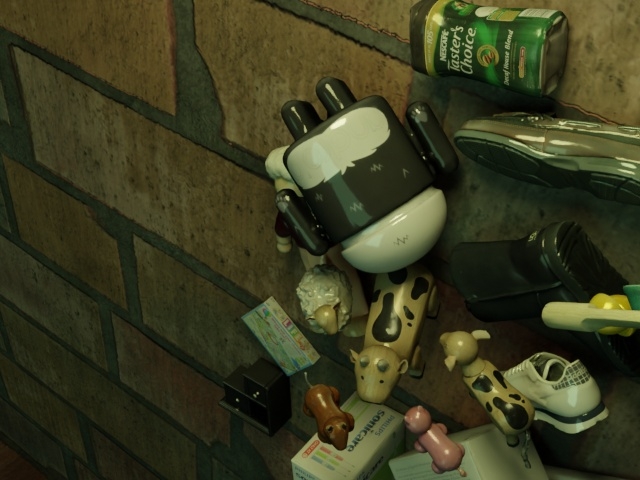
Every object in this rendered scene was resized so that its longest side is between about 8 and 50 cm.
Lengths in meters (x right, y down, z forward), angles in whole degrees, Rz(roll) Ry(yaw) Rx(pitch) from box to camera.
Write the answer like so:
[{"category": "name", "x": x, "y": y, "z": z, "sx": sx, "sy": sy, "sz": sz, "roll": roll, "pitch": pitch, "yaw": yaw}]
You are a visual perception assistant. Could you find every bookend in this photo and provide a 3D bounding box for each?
[{"category": "bookend", "x": -0.146, "y": 0.314, "z": 1.740, "sx": 0.156, "sy": 0.072, "sz": 0.157, "roll": 25, "pitch": 135, "yaw": 28}]

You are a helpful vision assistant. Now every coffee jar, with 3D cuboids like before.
[{"category": "coffee jar", "x": 0.192, "y": -0.232, "z": 0.962, "sx": 0.184, "sy": 0.079, "sz": 0.096, "roll": 19, "pitch": 133, "yaw": 33}]

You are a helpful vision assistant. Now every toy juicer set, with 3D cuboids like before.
[{"category": "toy juicer set", "x": 0.369, "y": 0.065, "z": 0.893, "sx": 0.209, "sy": 0.329, "sz": 0.089, "roll": 0, "pitch": 83, "yaw": 54}]

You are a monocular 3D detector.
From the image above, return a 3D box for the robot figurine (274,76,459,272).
[{"category": "robot figurine", "x": 0.058, "y": -0.089, "z": 1.129, "sx": 0.278, "sy": 0.174, "sz": 0.209, "roll": 57, "pitch": 142, "yaw": -1}]

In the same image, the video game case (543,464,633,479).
[{"category": "video game case", "x": 0.477, "y": 0.514, "z": 1.262, "sx": 0.329, "sy": 0.036, "sz": 0.299, "roll": -3, "pitch": 100, "yaw": 45}]

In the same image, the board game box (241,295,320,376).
[{"category": "board game box", "x": -0.080, "y": 0.192, "z": 1.613, "sx": 0.154, "sy": 0.026, "sz": 0.103, "roll": 52, "pitch": 142, "yaw": -3}]

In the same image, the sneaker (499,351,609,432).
[{"category": "sneaker", "x": 0.316, "y": 0.204, "z": 1.178, "sx": 0.094, "sy": 0.090, "sz": 0.235, "roll": 63, "pitch": 157, "yaw": -9}]

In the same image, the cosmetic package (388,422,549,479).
[{"category": "cosmetic package", "x": 0.261, "y": 0.430, "z": 1.339, "sx": 0.224, "sy": 0.138, "sz": 0.224, "roll": -36, "pitch": 74, "yaw": 54}]

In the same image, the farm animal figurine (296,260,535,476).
[{"category": "farm animal figurine", "x": 0.124, "y": 0.163, "z": 1.157, "sx": 0.330, "sy": 0.326, "sz": 0.172, "roll": -6, "pitch": 153, "yaw": 10}]

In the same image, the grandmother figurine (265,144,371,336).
[{"category": "grandmother figurine", "x": 0.000, "y": 0.000, "z": 1.323, "sx": 0.208, "sy": 0.104, "sz": 0.342, "roll": -4, "pitch": 121, "yaw": 29}]

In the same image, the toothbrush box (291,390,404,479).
[{"category": "toothbrush box", "x": 0.061, "y": 0.469, "z": 1.562, "sx": 0.122, "sy": 0.206, "sz": 0.283, "roll": 24, "pitch": 136, "yaw": 30}]

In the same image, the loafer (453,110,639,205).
[{"category": "loafer", "x": 0.292, "y": -0.113, "z": 0.982, "sx": 0.268, "sy": 0.084, "sz": 0.096, "roll": 21, "pitch": 165, "yaw": 36}]

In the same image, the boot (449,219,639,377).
[{"category": "boot", "x": 0.308, "y": 0.086, "z": 1.104, "sx": 0.246, "sy": 0.094, "sz": 0.207, "roll": 50, "pitch": 149, "yaw": -14}]
